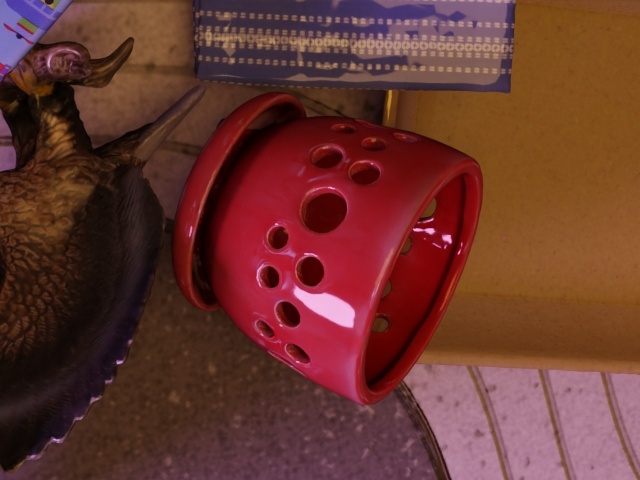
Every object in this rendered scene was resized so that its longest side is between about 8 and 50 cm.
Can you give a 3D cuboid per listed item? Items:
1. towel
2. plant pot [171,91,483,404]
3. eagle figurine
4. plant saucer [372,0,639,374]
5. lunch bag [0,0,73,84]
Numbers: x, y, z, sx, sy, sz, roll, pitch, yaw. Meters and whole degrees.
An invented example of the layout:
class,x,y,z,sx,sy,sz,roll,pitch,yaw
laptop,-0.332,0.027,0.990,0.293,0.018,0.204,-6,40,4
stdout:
class,x,y,z,sx,sy,sz,roll,pitch,yaw
towel,0.025,-0.279,1.266,0.243,0.040,0.336,2,95,3
plant pot,0.000,0.000,1.228,0.174,0.191,0.191,22,95,20
eagle figurine,-0.202,0.010,1.224,0.225,0.226,0.298,-8,86,25
plant saucer,0.192,-0.065,1.385,0.332,0.081,0.333,4,99,-17
lunch bag,-0.230,-0.236,1.125,0.138,0.293,0.221,37,105,-27
